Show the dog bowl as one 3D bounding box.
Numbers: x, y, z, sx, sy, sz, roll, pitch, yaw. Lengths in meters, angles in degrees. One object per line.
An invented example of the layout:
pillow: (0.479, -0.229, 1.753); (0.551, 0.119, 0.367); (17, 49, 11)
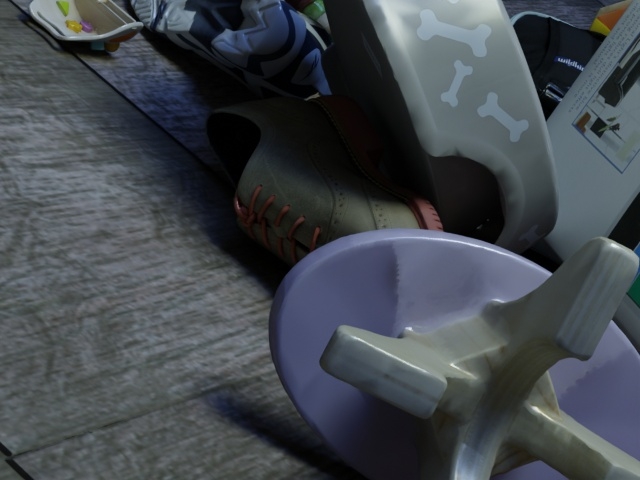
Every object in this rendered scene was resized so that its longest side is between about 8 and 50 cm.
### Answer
dog bowl: (0.080, -0.128, 1.494); (0.349, 0.102, 0.349); (157, -90, -84)

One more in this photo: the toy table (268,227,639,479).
toy table: (0.108, 0.101, 1.165); (0.274, 0.252, 0.161); (14, 9, -13)

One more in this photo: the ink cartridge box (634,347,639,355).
ink cartridge box: (0.367, 0.134, 1.688); (0.224, 0.045, 0.223); (6, 33, -49)

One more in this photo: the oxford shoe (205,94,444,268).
oxford shoe: (0.000, 0.000, 1.412); (0.130, 0.123, 0.348); (2, 28, -21)

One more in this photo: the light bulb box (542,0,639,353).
light bulb box: (0.392, 0.015, 1.520); (0.358, 0.225, 0.361); (28, 14, -24)

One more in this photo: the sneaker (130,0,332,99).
sneaker: (-0.069, -0.188, 1.738); (0.235, 0.094, 0.153); (24, -11, 45)

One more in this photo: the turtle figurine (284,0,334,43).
turtle figurine: (0.036, -0.290, 1.783); (0.274, 0.198, 0.266); (30, -7, -26)

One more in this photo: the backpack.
backpack: (0.237, -0.102, 1.807); (0.225, 0.191, 0.253); (27, 34, -3)

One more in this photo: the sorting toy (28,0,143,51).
sorting toy: (-0.208, -0.187, 1.599); (0.083, 0.045, 0.075); (41, 30, 20)

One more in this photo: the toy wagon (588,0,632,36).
toy wagon: (0.373, -0.099, 1.895); (0.068, 0.267, 0.344); (0, 37, -38)
